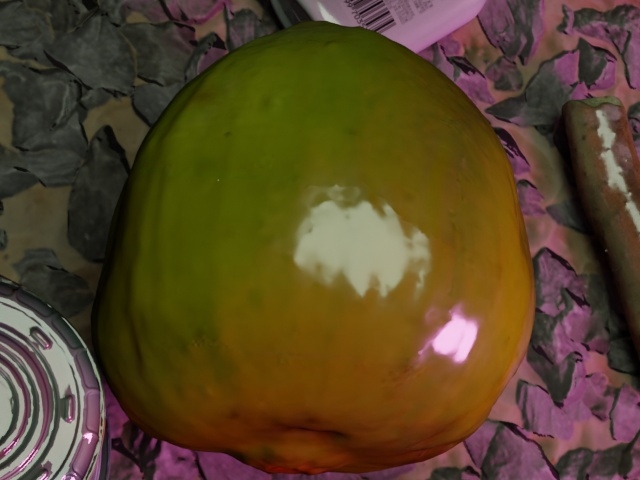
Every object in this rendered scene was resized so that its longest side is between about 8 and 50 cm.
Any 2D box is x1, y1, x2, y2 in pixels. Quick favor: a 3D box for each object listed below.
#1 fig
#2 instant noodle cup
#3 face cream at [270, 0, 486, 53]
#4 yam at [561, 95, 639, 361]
[{"bbox_3d":[-0.003,0.001,0.912,0.343,0.343,0.343,8,69,-20],"label":"fig"},{"bbox_3d":[-0.253,0.130,0.848,0.302,0.181,0.258,33,64,-9],"label":"instant noodle cup"},{"bbox_3d":[0.089,-0.261,1.193,0.291,0.071,0.144,-36,88,-28],"label":"face cream"},{"bbox_3d":[0.303,0.007,1.192,0.071,0.067,0.317,-6,75,-39],"label":"yam"}]
